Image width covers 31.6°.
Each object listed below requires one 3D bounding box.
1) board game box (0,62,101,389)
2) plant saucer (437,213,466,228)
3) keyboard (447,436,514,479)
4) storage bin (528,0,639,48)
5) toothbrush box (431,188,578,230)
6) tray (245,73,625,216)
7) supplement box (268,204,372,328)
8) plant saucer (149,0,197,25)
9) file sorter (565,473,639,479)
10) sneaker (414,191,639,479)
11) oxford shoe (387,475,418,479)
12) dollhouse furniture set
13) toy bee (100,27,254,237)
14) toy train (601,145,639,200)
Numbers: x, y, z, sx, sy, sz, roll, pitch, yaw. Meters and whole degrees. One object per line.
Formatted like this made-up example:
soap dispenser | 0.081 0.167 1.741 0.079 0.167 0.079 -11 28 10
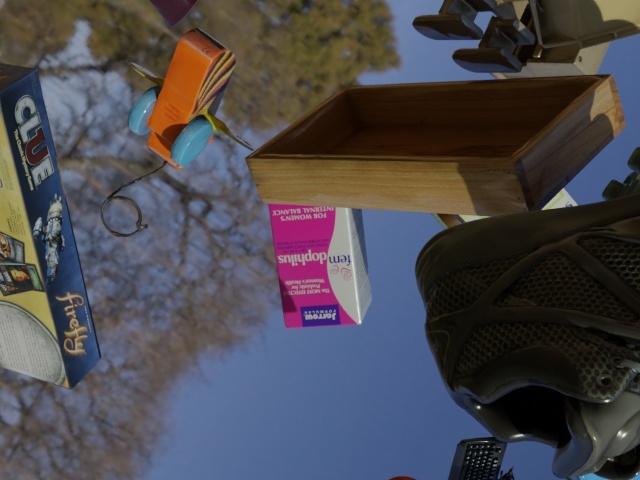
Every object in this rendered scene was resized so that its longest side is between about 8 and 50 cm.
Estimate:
board game box | -0.256 -0.017 0.818 0.165 0.243 0.042 13 -143 24
plant saucer | 0.162 -0.012 1.294 0.015 0.083 0.083 -43 -153 11
keyboard | 0.222 0.343 1.545 0.038 0.100 0.192 -110 -160 -48
storage bin | 0.306 -0.342 1.067 0.260 0.262 0.123 -13 -151 10
toothbrush box | 0.330 -0.083 2.167 0.206 0.283 0.122 -40 -177 -10
tray | 0.123 -0.112 1.327 0.411 0.076 0.203 6 -144 45
supplement box | 0.000 0.000 1.560 0.111 0.220 0.114 -5 -165 11
plant saucer | -0.193 -0.480 1.607 0.047 0.258 0.259 18 -111 36
file sorter | 0.327 0.268 1.221 0.118 0.170 0.104 -25 -166 -10
sneaker | 0.160 0.037 0.497 0.227 0.087 0.130 -13 -130 9
oxford shoe | 0.044 0.386 1.228 0.097 0.098 0.271 36 -97 28
dollhouse furniture set | 0.226 -0.301 1.391 0.161 0.242 0.212 13 -106 53
toy bee | -0.193 -0.165 1.531 0.298 0.195 0.162 -35 -177 31
toy train | 0.311 0.004 0.995 0.190 0.142 0.334 -56 174 -15
